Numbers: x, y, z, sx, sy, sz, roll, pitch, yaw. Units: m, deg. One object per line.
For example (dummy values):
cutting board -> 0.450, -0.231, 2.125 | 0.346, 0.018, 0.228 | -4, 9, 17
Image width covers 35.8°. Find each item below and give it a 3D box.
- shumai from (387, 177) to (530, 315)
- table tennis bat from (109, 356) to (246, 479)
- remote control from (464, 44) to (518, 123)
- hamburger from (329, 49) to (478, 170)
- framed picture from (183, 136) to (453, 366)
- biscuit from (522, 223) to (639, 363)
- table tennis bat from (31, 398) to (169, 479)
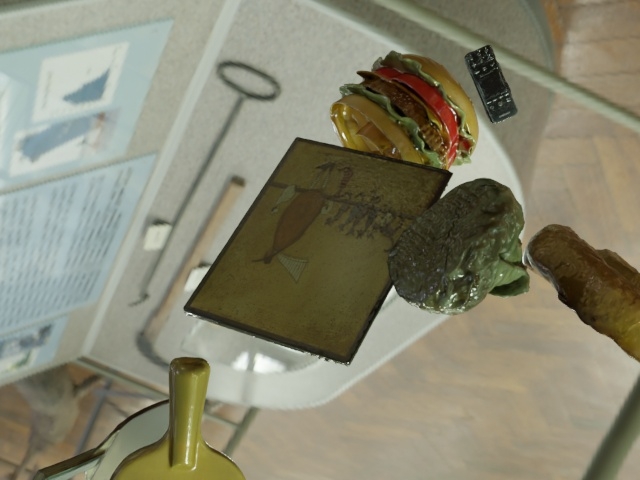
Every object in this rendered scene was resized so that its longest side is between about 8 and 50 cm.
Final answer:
shumai -> 0.178, 0.031, 1.187 | 0.142, 0.184, 0.184 | 38, 147, -25
table tennis bat -> -0.182, 0.307, 1.286 | 0.198, 0.321, 0.050 | 5, -171, -7
remote control -> 0.214, -0.196, 1.242 | 0.039, 0.014, 0.096 | -23, 100, 9
hamburger -> 0.173, -0.226, 1.874 | 0.274, 0.212, 0.274 | 45, 165, 15
framed picture -> 0.000, 0.000, 1.350 | 0.255, 0.339, 0.014 | 15, 147, 26
biscuit -> 0.408, 0.084, 1.348 | 0.296, 0.102, 0.296 | 40, -170, -9
table tennis bat -> -0.294, 0.296, 1.401 | 0.021, 0.274, 0.154 | 44, 118, 20
